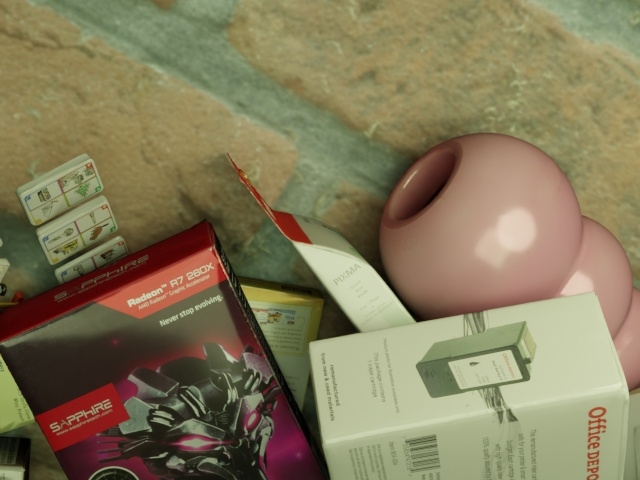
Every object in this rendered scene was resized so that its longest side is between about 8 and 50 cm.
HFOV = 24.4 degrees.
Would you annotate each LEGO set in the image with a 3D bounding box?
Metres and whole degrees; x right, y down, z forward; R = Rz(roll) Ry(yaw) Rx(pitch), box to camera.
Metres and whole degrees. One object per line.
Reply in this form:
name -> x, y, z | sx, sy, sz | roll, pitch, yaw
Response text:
LEGO set -> -0.316, 0.019, 1.435 | 0.244, 0.060, 0.182 | -30, 147, -13

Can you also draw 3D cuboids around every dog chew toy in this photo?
dog chew toy -> 0.218, 0.042, 1.497 | 0.332, 0.206, 0.206 | 39, 93, -21

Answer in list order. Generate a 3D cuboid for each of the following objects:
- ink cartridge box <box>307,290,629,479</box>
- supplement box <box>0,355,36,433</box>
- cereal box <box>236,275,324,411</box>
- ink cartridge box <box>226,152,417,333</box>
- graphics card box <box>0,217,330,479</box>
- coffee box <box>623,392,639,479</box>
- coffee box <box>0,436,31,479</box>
ink cartridge box -> 0.139, 0.168, 1.391 | 0.273, 0.114, 0.198 | -10, 143, 1
supplement box -> -0.331, 0.149, 1.498 | 0.083, 0.056, 0.083 | -18, 103, -5
cereal box -> -0.103, 0.156, 1.538 | 0.173, 0.047, 0.240 | 10, 100, -10
ink cartridge box -> 0.000, 0.000, 1.457 | 0.056, 0.181, 0.224 | -36, 103, 0
graphics card box -> -0.135, 0.195, 1.466 | 0.233, 0.094, 0.370 | -24, 107, -1
coffee box -> 0.464, 0.317, 1.425 | 0.335, 0.338, 0.337 | 7, 73, -22
coffee box -> -0.444, 0.281, 1.472 | 0.297, 0.119, 0.168 | 5, 97, -10
